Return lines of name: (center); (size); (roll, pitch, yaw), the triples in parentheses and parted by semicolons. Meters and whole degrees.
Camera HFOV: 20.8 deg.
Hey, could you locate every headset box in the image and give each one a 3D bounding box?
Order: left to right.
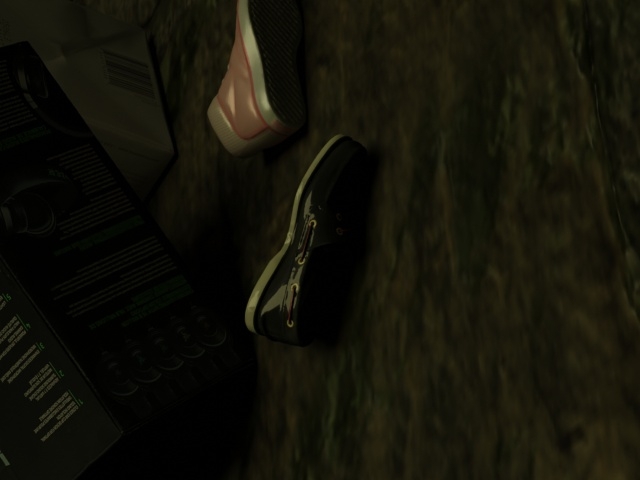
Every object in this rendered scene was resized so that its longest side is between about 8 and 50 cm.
headset box: (-0.212, 0.060, 1.156); (0.283, 0.131, 0.246); (54, 131, 9)

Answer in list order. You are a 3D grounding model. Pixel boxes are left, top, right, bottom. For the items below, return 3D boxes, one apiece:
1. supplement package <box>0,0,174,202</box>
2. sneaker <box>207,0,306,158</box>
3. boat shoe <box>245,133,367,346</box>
supplement package: (-0.270, -0.041, 1.404); (0.293, 0.175, 0.177); (-54, 34, 29)
sneaker: (-0.049, -0.115, 1.187); (0.070, 0.051, 0.134); (-36, 47, 39)
boat shoe: (0.001, 0.001, 1.041); (0.042, 0.049, 0.133); (17, 77, 29)
